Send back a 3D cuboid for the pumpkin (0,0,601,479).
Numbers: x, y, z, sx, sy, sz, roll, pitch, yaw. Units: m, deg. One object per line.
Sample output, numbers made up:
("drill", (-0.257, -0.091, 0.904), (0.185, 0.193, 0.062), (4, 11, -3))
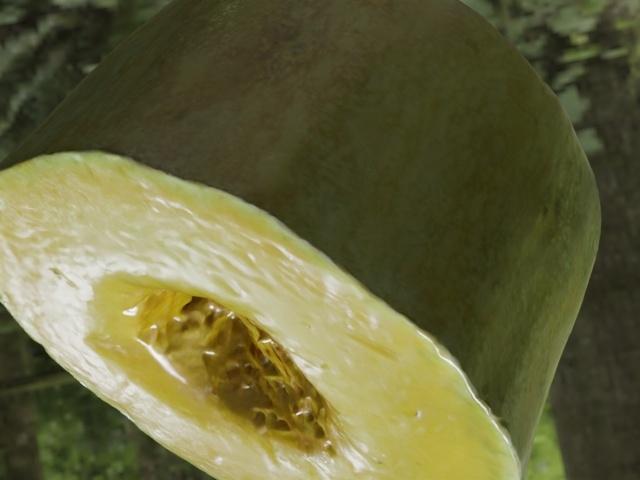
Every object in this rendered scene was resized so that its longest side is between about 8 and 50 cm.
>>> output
("pumpkin", (0.000, 0.000, 0.872), (0.199, 0.332, 0.332), (-56, -160, -24))
